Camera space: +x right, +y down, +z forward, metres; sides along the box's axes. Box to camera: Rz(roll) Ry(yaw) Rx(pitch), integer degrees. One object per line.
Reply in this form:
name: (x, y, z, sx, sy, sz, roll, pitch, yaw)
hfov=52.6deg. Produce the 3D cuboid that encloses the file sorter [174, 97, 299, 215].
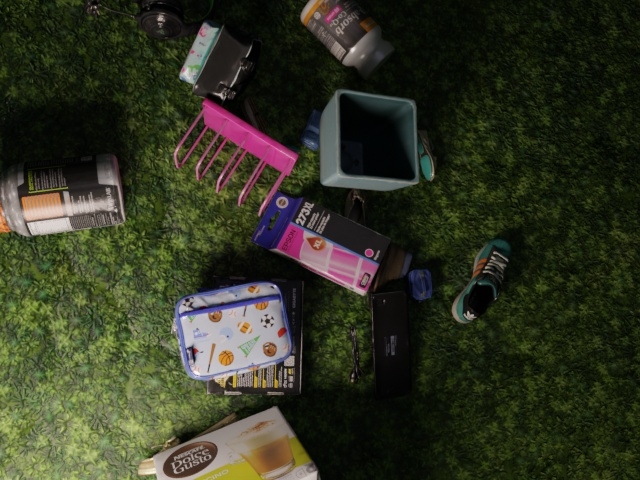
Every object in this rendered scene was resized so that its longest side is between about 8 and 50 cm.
file sorter: (-0.239, -0.218, 1.807, 0.291, 0.202, 0.182, 32, 80, -4)

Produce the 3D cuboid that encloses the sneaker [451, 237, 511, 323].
sneaker: (0.512, 0.117, 1.959, 0.108, 0.121, 0.302, 33, 74, -6)

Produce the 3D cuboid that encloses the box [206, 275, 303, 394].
box: (-0.180, 0.264, 1.796, 0.257, 0.079, 0.322, 2, 80, -10)

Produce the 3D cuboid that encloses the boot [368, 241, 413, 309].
boot: (0.207, 0.109, 1.912, 0.106, 0.082, 0.219, 15, 75, -7)

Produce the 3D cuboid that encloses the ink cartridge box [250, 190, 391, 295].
ink cartridge box: (0.000, 0.000, 1.860, 0.371, 0.069, 0.175, 25, 75, 6)

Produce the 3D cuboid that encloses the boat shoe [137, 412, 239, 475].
boat shoe: (-0.342, 0.540, 1.702, 0.285, 0.104, 0.089, -13, 79, -25)

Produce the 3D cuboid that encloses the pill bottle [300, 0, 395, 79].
pill bottle: (0.086, -0.636, 1.978, 0.278, 0.162, 0.162, 45, 74, -2)

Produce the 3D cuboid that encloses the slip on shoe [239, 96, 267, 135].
slip on shoe: (-0.200, -0.357, 1.926, 0.051, 0.041, 0.135, -40, 108, -55)

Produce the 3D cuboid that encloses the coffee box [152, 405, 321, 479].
coffee box: (-0.174, 0.663, 1.542, 0.338, 0.334, 0.338, -18, 109, -16)

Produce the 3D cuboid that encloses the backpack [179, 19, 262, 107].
backpack: (-0.269, -0.501, 1.823, 0.191, 0.253, 0.225, 31, 109, -1)

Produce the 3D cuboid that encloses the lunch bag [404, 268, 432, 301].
lunch bag: (0.293, 0.135, 1.935, 0.067, 0.065, 0.098, -2, 80, -13)

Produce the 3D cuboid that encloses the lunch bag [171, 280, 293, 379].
lunch bag: (-0.235, 0.229, 1.695, 0.303, 0.115, 0.243, -9, 80, -15)

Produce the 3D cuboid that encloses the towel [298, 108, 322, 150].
towel: (-0.015, -0.336, 1.968, 0.067, 0.029, 0.119, 27, 75, -8)

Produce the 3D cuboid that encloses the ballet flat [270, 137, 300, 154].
ballet flat: (-0.117, -0.271, 1.928, 0.114, 0.041, 0.041, 17, 77, -13)

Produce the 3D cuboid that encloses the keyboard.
keyboard: (0.166, 0.303, 1.856, 0.201, 0.033, 0.317, -4, 94, -21)

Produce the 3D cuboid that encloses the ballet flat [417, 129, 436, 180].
ballet flat: (0.338, -0.270, 2.026, 0.052, 0.057, 0.168, -13, 83, -25)

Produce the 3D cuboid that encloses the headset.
headset: (-0.475, -0.703, 1.848, 0.394, 0.185, 0.243, -23, 85, -27)

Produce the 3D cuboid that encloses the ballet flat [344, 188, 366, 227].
ballet flat: (0.104, -0.036, 1.926, 0.084, 0.058, 0.250, 7, 78, -11)

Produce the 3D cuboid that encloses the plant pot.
plant pot: (0.110, -0.261, 1.860, 0.248, 0.252, 0.247, 3, 80, -22)

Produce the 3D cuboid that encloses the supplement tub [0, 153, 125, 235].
supplement tub: (-0.681, -0.117, 1.689, 0.316, 0.193, 0.193, -8, 82, -15)
